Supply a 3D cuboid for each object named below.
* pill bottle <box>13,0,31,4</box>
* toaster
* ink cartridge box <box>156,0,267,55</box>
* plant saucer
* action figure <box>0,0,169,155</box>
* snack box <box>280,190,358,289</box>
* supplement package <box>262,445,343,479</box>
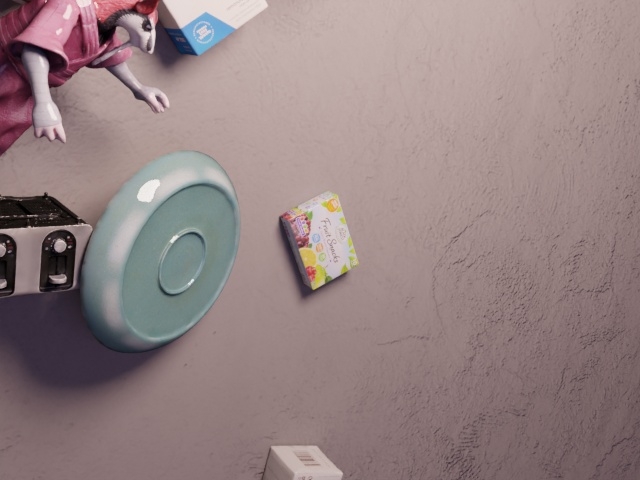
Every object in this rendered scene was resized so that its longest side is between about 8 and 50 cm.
[{"bbox_3d":[-0.301,-0.380,0.976,0.215,0.117,0.117,-17,117,9],"label":"pill bottle"},{"bbox_3d":[-0.416,0.004,1.056,0.168,0.186,0.110,-4,110,-37],"label":"toaster"},{"bbox_3d":[-0.193,-0.392,1.106,0.134,0.078,0.231,-40,120,-13],"label":"ink cartridge box"},{"bbox_3d":[-0.213,0.026,1.160,0.317,0.044,0.317,-41,143,-40],"label":"plant saucer"},{"bbox_3d":[-0.352,-0.238,0.971,0.370,0.248,0.275,-29,95,9],"label":"action figure"},{"bbox_3d":[0.000,0.000,1.366,0.100,0.037,0.141,-29,118,-21],"label":"snack box"},{"bbox_3d":[-0.047,0.480,1.452,0.105,0.105,0.179,9,101,-32],"label":"supplement package"}]
